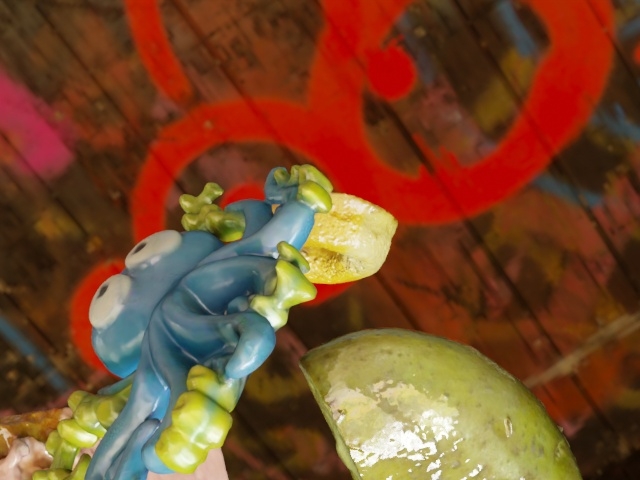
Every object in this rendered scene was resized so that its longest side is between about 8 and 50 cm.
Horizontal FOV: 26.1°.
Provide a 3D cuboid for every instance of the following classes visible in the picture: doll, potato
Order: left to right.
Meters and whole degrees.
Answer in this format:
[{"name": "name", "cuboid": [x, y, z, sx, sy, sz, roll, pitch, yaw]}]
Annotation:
[{"name": "doll", "cuboid": [-0.120, 0.066, 1.129, 0.346, 0.099, 0.341, -56, -160, -13]}, {"name": "potato", "cuboid": [0.094, 0.171, 1.139, 0.176, 0.298, 0.141, -51, -157, 0]}]

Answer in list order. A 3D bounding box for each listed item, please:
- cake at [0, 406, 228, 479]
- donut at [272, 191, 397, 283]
[{"name": "cake", "cuboid": [-0.282, 0.348, 1.597, 0.314, 0.306, 0.293, 2, 163, -41]}, {"name": "donut", "cuboid": [0.000, 0.000, 1.548, 0.178, 0.162, 0.065, -23, -125, 58]}]
